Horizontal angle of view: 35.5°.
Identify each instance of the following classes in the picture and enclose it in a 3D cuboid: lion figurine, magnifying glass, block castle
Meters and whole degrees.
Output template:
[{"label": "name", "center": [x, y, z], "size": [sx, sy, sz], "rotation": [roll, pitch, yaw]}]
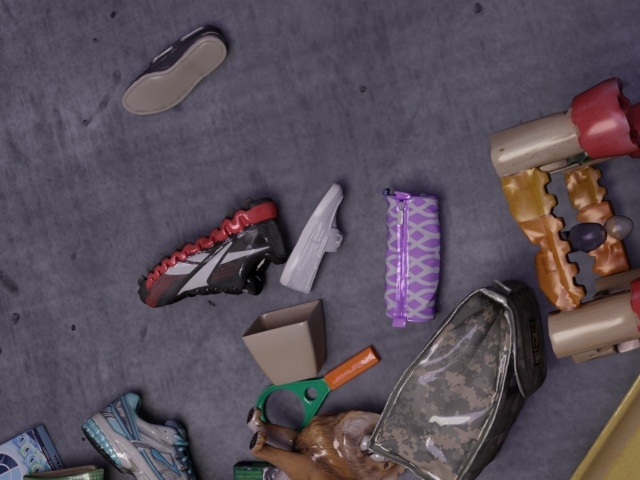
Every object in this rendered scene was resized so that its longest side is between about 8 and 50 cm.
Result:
[{"label": "lion figurine", "center": [-0.043, 0.409, 1.530], "size": [0.240, 0.142, 0.392], "rotation": [28, 99, -18]}, {"label": "magnifying glass", "center": [-0.006, 0.239, 1.597], "size": [0.231, 0.026, 0.092], "rotation": [-34, 83, 17]}, {"label": "block castle", "center": [0.394, -0.031, 1.248], "size": [0.213, 0.453, 0.303], "rotation": [-18, 87, 24]}]

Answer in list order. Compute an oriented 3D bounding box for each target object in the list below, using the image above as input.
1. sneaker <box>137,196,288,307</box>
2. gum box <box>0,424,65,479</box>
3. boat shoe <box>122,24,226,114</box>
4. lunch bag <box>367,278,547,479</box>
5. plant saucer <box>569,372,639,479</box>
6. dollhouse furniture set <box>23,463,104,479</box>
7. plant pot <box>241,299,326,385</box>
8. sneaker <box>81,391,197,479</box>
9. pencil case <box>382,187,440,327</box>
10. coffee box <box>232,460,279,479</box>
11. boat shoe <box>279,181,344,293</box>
[{"label": "sneaker", "center": [-0.166, 0.049, 1.592], "size": [0.276, 0.097, 0.135], "rotation": [-32, 82, 14]}, {"label": "gum box", "center": [-0.530, 0.430, 1.745], "size": [0.184, 0.041, 0.157], "rotation": [-28, 86, 16]}, {"label": "boat shoe", "center": [-0.238, -0.278, 1.630], "size": [0.206, 0.075, 0.065], "rotation": [-32, 41, 20]}, {"label": "lunch bag", "center": [0.221, 0.188, 1.417], "size": [0.169, 0.235, 0.287], "rotation": [29, 101, 19]}, {"label": "plant saucer", "center": [0.541, 0.349, 1.400], "size": [0.333, 0.081, 0.332], "rotation": [31, 108, 12]}, {"label": "dollhouse furniture set", "center": [-0.495, 0.497, 1.626], "size": [0.301, 0.151, 0.197], "rotation": [-13, 92, 22]}, {"label": "plant pot", "center": [-0.046, 0.164, 1.566], "size": [0.109, 0.109, 0.096], "rotation": [-15, 102, 16]}, {"label": "sneaker", "center": [-0.251, 0.357, 1.624], "size": [0.283, 0.110, 0.122], "rotation": [41, 70, 8]}, {"label": "pencil case", "center": [0.137, 0.023, 1.510], "size": [0.086, 0.088, 0.206], "rotation": [0, 93, 18]}, {"label": "coffee box", "center": [-0.079, 0.451, 1.616], "size": [0.113, 0.040, 0.184], "rotation": [-2, 92, 15]}, {"label": "boat shoe", "center": [0.000, 0.000, 1.564], "size": [0.063, 0.066, 0.184], "rotation": [27, 97, -1]}]
